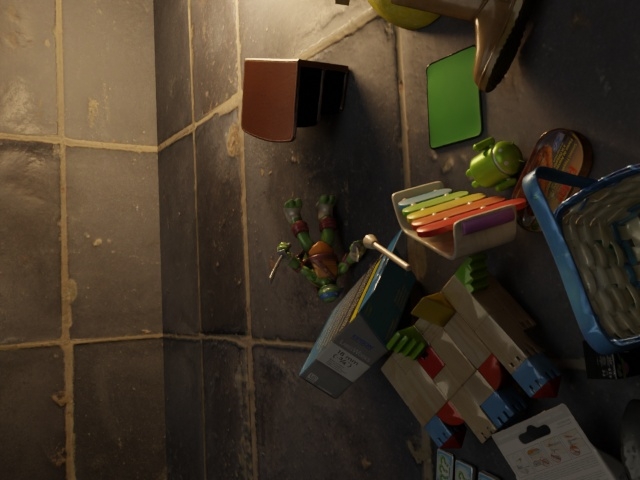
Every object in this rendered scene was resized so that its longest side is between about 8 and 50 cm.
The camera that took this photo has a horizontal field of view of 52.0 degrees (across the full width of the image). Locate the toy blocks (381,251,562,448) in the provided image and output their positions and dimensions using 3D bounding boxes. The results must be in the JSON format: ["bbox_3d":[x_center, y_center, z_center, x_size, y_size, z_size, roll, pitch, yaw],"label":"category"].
[{"bbox_3d":[0.282,0.245,1.214,0.261,0.191,0.381,53,132,28],"label":"toy blocks"}]

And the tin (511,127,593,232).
[{"bbox_3d":[0.400,-0.102,1.137,0.106,0.040,0.189,52,132,48],"label":"tin"}]

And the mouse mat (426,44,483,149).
[{"bbox_3d":[0.274,-0.292,1.356,0.153,0.007,0.189,-8,82,56],"label":"mouse mat"}]

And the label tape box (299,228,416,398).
[{"bbox_3d":[0.107,0.155,1.396,0.333,0.106,0.240,-53,3,42],"label":"label tape box"}]

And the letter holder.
[{"bbox_3d":[-0.080,-0.371,1.766,0.302,0.152,0.214,23,111,54],"label":"letter holder"}]

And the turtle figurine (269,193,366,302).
[{"bbox_3d":[0.000,0.000,1.605,0.198,0.275,0.266,-24,60,17],"label":"turtle figurine"}]

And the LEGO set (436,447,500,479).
[{"bbox_3d":[0.272,0.564,1.309,0.182,0.060,0.244,8,97,60],"label":"LEGO set"}]

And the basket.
[{"bbox_3d":[0.411,0.026,0.886,0.201,0.289,0.254,-37,57,45],"label":"basket"}]

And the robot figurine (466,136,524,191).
[{"bbox_3d":[0.326,-0.141,1.219,0.115,0.067,0.101,-34,79,50],"label":"robot figurine"}]

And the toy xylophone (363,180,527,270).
[{"bbox_3d":[0.216,-0.032,1.218,0.323,0.236,0.081,25,131,65],"label":"toy xylophone"}]

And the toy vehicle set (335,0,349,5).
[{"bbox_3d":[0.063,-0.672,1.490,0.267,0.035,0.165,72,-151,-84],"label":"toy vehicle set"}]

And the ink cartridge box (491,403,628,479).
[{"bbox_3d":[0.407,0.382,1.060,0.181,0.056,0.224,-48,65,46],"label":"ink cartridge box"}]

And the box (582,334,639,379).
[{"bbox_3d":[0.453,0.179,1.009,0.052,0.083,0.062,-16,76,54],"label":"box"}]

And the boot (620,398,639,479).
[{"bbox_3d":[0.581,0.226,0.782,0.445,0.146,0.366,-18,73,60],"label":"boot"}]

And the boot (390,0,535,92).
[{"bbox_3d":[0.251,-0.428,1.238,0.270,0.089,0.236,27,102,27],"label":"boot"}]

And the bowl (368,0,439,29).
[{"bbox_3d":[0.162,-0.609,1.393,0.289,0.156,0.289,-1,89,57],"label":"bowl"}]
